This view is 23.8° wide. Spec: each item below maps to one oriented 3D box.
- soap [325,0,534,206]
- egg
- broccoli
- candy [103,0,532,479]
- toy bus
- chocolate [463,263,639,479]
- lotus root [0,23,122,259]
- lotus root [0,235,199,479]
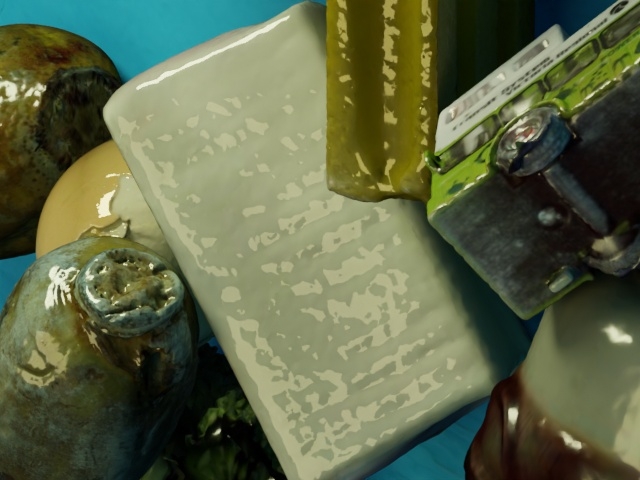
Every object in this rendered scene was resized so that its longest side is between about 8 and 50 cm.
[{"bbox_3d":[0.076,-0.192,1.001,0.091,0.199,0.314,12,119,25],"label":"soap"},{"bbox_3d":[-0.156,-0.001,1.385,0.244,0.201,0.201,-107,10,-70],"label":"egg"},{"bbox_3d":[-0.123,0.267,1.441,0.338,0.318,0.277,-61,27,17],"label":"broccoli"},{"bbox_3d":[-0.003,0.001,1.182,0.208,0.145,0.358,-29,82,18],"label":"candy"},{"bbox_3d":[0.200,-0.091,0.849,0.302,0.139,0.113,-36,113,20],"label":"toy bus"},{"bbox_3d":[0.238,0.101,0.902,0.284,0.284,0.186,38,129,34],"label":"chocolate"},{"bbox_3d":[-0.338,-0.098,1.558,0.346,0.250,0.250,-11,99,46],"label":"lotus root"},{"bbox_3d":[-0.197,0.126,1.229,0.175,0.175,0.349,49,135,24],"label":"lotus root"}]
